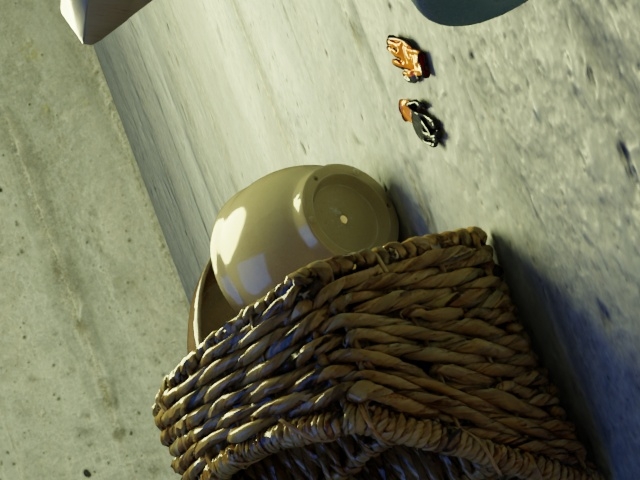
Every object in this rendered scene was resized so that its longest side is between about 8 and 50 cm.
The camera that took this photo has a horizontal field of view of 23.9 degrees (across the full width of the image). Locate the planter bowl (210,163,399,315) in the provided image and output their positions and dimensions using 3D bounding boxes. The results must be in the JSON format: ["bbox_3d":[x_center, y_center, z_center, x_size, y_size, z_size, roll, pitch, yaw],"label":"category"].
[{"bbox_3d":[0.000,0.000,1.305,0.109,0.162,0.162,-41,67,49],"label":"planter bowl"}]

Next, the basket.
[{"bbox_3d":[0.020,0.160,1.101,0.299,0.213,0.223,-45,63,52],"label":"basket"}]

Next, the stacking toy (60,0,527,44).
[{"bbox_3d":[0.032,-0.171,0.586,0.130,0.279,0.309,52,161,23],"label":"stacking toy"}]

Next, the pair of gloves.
[{"bbox_3d":[0.068,-0.111,1.120,0.074,0.010,0.083,-135,27,-63],"label":"pair of gloves"}]

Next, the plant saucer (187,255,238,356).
[{"bbox_3d":[-0.023,0.142,1.390,0.310,0.050,0.311,40,-144,-36],"label":"plant saucer"}]
